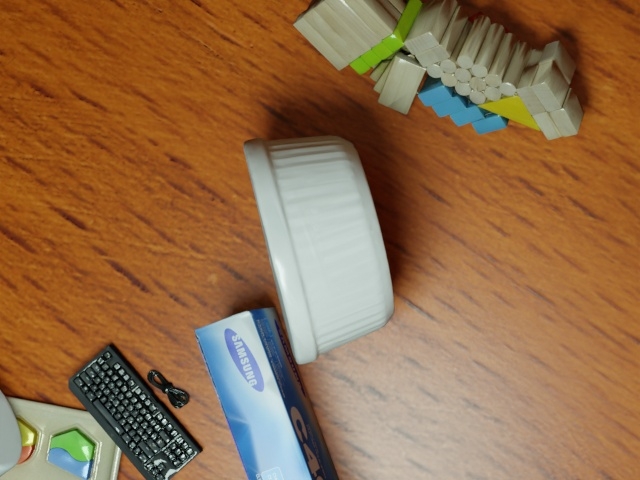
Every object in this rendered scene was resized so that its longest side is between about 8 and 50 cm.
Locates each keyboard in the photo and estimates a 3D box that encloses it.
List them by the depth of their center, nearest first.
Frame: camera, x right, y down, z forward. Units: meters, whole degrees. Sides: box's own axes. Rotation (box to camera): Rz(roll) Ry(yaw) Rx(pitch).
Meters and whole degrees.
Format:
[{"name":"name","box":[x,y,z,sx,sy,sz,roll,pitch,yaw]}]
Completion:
[{"name":"keyboard","box":[-0.225,0.213,1.816,0.108,0.023,0.180,-40,84,-11]}]

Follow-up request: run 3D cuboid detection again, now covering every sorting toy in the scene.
[{"name":"sorting toy","box":[-0.364,0.306,1.840,0.208,0.038,0.193,10,90,10]}]

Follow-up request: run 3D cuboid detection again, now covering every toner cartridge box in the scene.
[{"name":"toner cartridge box","box":[-0.042,0.255,1.725,0.075,0.165,0.348,-21,86,7]}]

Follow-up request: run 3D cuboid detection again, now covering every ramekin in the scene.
[{"name":"ramekin","box":[0.000,0.000,1.683,0.127,0.273,0.273,-14,86,-3]}]

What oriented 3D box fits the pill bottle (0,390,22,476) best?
[{"name":"pill bottle","box":[-0.563,0.300,1.777,0.361,0.204,0.204,-34,84,13]}]

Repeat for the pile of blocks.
[{"name":"pile of blocks","box":[0.154,-0.230,1.750,0.362,0.149,0.112,26,50,0]}]
